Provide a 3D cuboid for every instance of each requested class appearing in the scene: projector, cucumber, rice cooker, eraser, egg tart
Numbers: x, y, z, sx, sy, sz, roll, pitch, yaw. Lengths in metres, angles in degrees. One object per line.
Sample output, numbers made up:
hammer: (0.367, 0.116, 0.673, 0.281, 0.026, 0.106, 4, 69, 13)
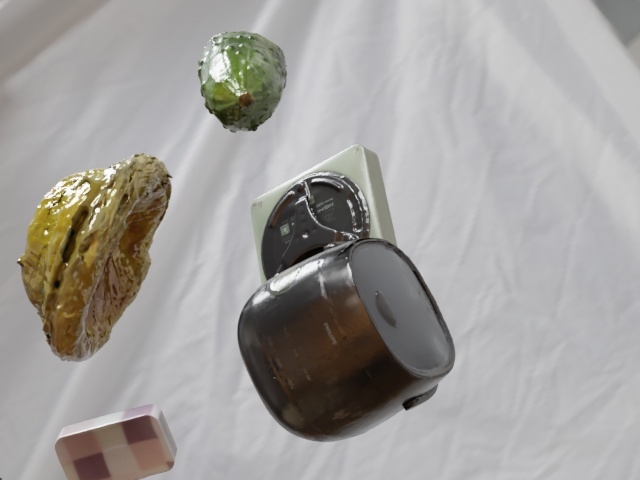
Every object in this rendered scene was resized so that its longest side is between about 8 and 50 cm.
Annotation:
projector: (0.000, 0.000, 2.224, 0.079, 0.257, 0.259, 23, 49, -48)
cucumber: (-0.106, -0.209, 1.813, 0.134, 0.134, 0.244, 50, 7, -14)
rice cooker: (0.031, 0.135, 1.759, 0.267, 0.224, 0.267, 40, 30, -29)
eraser: (-0.193, 0.197, 1.256, 0.026, 0.105, 0.065, -85, 157, -73)
egg tart: (-0.385, 0.014, 2.232, 0.169, 0.388, 0.388, 21, -7, 10)

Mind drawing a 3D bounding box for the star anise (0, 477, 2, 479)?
star anise: (-0.616, 0.490, 2.320, 0.073, 0.177, 0.234, -107, 174, -61)
